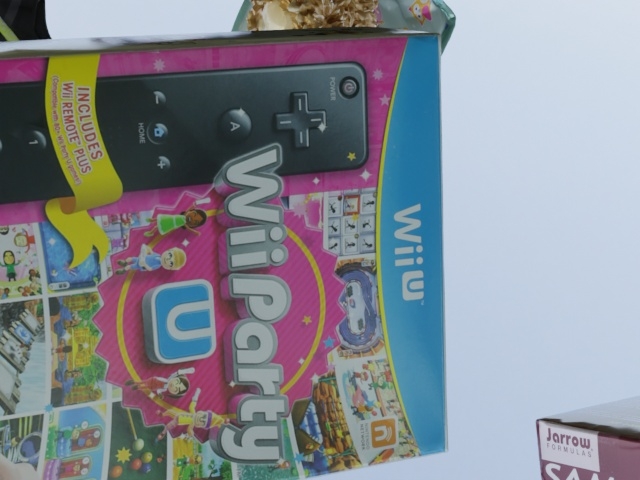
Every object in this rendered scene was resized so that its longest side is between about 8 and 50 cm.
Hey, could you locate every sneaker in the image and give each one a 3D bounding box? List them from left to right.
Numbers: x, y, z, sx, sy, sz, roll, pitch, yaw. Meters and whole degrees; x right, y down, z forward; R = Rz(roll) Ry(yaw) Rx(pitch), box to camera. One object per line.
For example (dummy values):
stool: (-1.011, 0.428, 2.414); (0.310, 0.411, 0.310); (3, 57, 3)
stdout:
sneaker: (-0.343, -0.255, 1.217); (0.084, 0.235, 0.097); (-12, -159, 49)

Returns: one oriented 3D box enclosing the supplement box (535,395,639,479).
supplement box: (0.291, 0.148, 0.845); (0.239, 0.073, 0.130); (-6, -179, -28)

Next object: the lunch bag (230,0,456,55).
lunch bag: (0.000, -0.192, 1.312); (0.223, 0.160, 0.262); (-2, -127, 39)

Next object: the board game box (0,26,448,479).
board game box: (-0.093, 0.012, 0.576); (0.303, 0.224, 0.097); (-7, -167, -20)

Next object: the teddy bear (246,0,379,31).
teddy bear: (-0.002, -0.218, 0.920); (0.245, 0.113, 0.338); (56, -162, 13)
